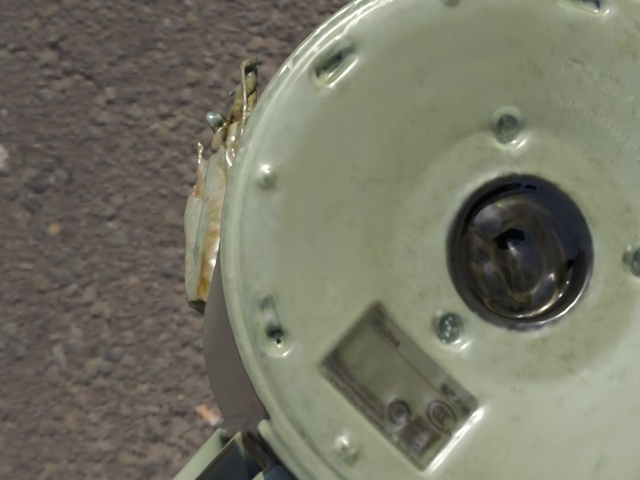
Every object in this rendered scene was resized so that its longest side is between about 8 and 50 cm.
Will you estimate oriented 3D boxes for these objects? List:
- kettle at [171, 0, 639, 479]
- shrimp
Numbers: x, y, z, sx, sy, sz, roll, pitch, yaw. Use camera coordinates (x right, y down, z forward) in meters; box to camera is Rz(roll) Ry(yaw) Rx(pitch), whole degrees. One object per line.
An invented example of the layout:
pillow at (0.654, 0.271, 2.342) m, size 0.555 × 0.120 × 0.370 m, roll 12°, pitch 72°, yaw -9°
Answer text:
kettle at (0.024, 0.073, 0.740) m, size 0.250 × 0.377 × 0.361 m, roll 40°, pitch 78°, yaw 0°
shrimp at (0.000, 0.000, 1.197) m, size 0.247 × 0.085 × 0.360 m, roll -12°, pitch 69°, yaw -17°
